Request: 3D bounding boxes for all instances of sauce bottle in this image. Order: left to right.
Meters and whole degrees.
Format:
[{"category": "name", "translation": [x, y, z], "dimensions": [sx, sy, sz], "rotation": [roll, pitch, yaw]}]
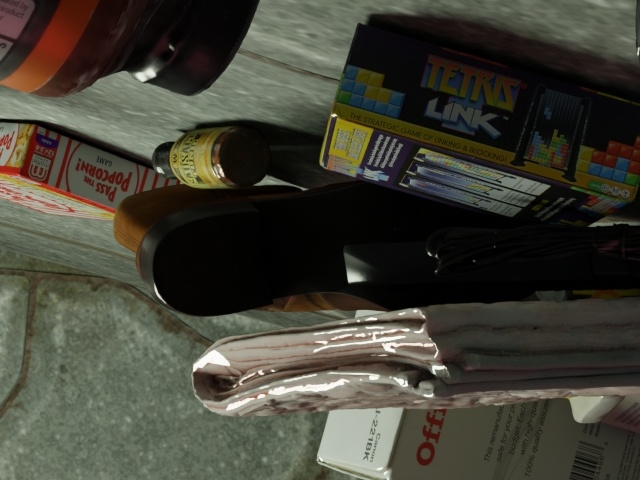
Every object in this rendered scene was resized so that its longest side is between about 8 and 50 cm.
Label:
[{"category": "sauce bottle", "translation": [-0.076, -0.053, 1.199], "dimensions": [0.042, 0.042, 0.128], "rotation": [19, 170, -26]}]

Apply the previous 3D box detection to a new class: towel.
[{"category": "towel", "translation": [0.133, 0.066, 1.016], "dimensions": [0.332, 0.053, 0.317], "rotation": [0, 174, -23]}]

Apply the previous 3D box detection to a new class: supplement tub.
[{"category": "supplement tub", "translation": [-0.117, -0.110, 0.579], "dimensions": [0.198, 0.106, 0.106], "rotation": [18, 173, -25]}]

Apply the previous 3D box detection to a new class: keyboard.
[{"category": "keyboard", "translation": [0.155, 0.012, 0.925], "dimensions": [0.317, 0.033, 0.201], "rotation": [-3, 173, 33]}]

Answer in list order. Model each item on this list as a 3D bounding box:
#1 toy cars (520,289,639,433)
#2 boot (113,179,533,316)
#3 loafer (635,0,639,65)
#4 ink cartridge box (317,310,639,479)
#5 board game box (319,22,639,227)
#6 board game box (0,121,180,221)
[{"category": "toy cars", "translation": [0.250, 0.108, 1.349], "dimensions": [0.176, 0.087, 0.394], "rotation": [-19, 153, 31]}, {"category": "boot", "translation": [0.000, 0.000, 1.219], "dimensions": [0.264, 0.096, 0.280], "rotation": [-11, -173, -8]}, {"category": "loafer", "translation": [0.121, -0.080, 0.469], "dimensions": [0.062, 0.061, 0.170], "rotation": [16, 172, 1]}, {"category": "ink cartridge box", "translation": [0.154, 0.127, 1.491], "dimensions": [0.273, 0.197, 0.114], "rotation": [20, 172, -31]}, {"category": "board game box", "translation": [0.074, -0.049, 0.878], "dimensions": [0.141, 0.048, 0.170], "rotation": [17, 174, -1]}, {"category": "board game box", "translation": [-0.231, -0.057, 1.495], "dimensions": [0.147, 0.045, 0.193], "rotation": [21, 171, -38]}]
